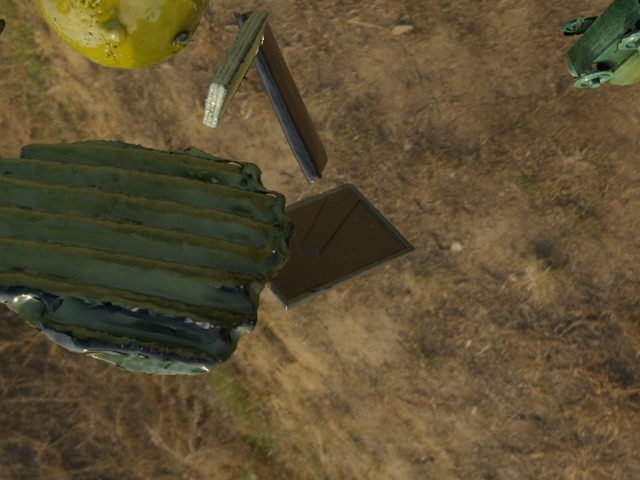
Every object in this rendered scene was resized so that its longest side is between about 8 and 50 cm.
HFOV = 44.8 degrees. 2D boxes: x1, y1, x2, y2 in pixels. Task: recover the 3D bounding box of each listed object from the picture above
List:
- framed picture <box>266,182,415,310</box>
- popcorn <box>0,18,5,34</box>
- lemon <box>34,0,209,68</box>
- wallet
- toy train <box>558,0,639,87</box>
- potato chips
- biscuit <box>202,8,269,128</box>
[{"bbox_3d":[0.000,0.000,1.376,0.209,0.281,0.019,50,147,33],"label":"framed picture"},{"bbox_3d":[-0.337,-0.139,0.516,0.297,0.281,0.315,-12,94,39],"label":"popcorn"},{"bbox_3d":[-0.204,-0.268,0.788,0.206,0.173,0.173,53,135,33],"label":"lemon"},{"bbox_3d":[-0.077,-0.309,1.631,0.051,0.197,0.377,-21,106,11],"label":"wallet"},{"bbox_3d":[0.505,-0.344,1.235,0.307,0.190,0.126,112,141,-79],"label":"toy train"},{"bbox_3d":[-0.249,-0.007,0.981,0.429,0.358,0.070,10,138,-2],"label":"potato chips"},{"bbox_3d":[-0.149,-0.302,1.359,0.041,0.199,0.121,24,147,-2],"label":"biscuit"}]
